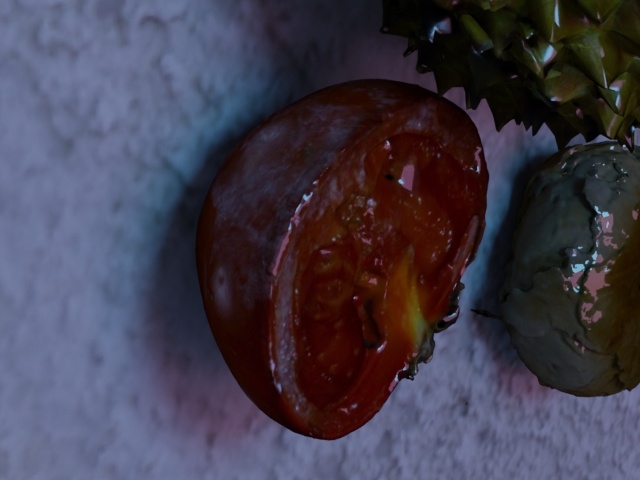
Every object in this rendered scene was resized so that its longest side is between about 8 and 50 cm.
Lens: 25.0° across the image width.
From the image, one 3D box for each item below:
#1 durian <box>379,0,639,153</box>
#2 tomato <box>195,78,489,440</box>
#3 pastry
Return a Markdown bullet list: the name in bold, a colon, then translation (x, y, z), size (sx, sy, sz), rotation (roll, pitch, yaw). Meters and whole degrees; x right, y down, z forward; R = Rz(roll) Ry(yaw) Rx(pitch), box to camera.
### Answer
- **durian**: translation (0.126, -0.162, 0.621), size (0.293, 0.258, 0.258), rotation (0, 103, -66)
- **tomato**: translation (0.000, 0.000, 0.643), size (0.159, 0.091, 0.139), rotation (-52, 139, -18)
- **pastry**: translation (0.161, 0.015, 0.829), size (0.153, 0.081, 0.153), rotation (-12, 107, -44)
